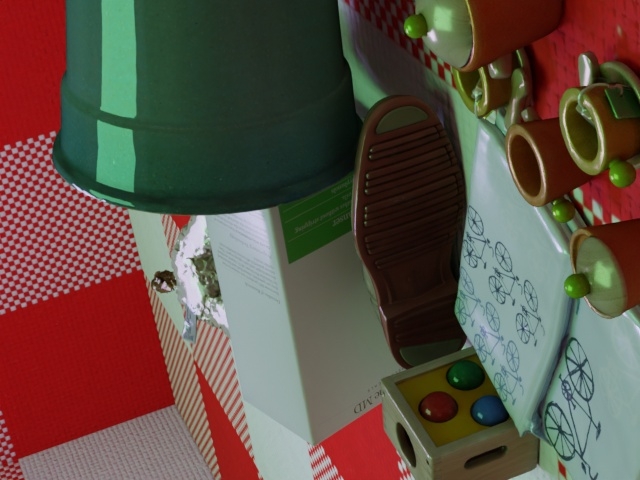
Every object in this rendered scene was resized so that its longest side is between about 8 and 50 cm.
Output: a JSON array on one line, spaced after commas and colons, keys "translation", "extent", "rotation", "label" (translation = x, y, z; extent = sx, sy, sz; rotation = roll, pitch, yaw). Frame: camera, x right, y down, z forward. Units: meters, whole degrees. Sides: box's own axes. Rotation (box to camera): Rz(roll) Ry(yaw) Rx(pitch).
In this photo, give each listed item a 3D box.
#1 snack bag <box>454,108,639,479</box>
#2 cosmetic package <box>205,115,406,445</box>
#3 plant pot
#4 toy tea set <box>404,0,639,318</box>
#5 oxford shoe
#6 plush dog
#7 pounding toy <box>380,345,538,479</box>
[{"translation": [0.220, 0.098, 1.317], "extent": [0.323, 0.037, 0.342], "rotation": [92, 155, -53], "label": "snack bag"}, {"translation": [-0.009, 0.039, 1.719], "extent": [0.155, 0.197, 0.365], "rotation": [26, 137, 45], "label": "cosmetic package"}, {"translation": [-0.123, -0.250, 1.449], "extent": [0.341, 0.341, 0.334], "rotation": [-130, 33, -55], "label": "plant pot"}, {"translation": [0.161, -0.088, 1.126], "extent": [0.200, 0.124, 0.336], "rotation": [91, 157, -51], "label": "toy tea set"}, {"translation": [0.080, -0.020, 1.526], "extent": [0.130, 0.123, 0.348], "rotation": [-118, 17, -51], "label": "oxford shoe"}, {"translation": [-0.109, 0.026, 2.083], "extent": [0.211, 0.225, 0.262], "rotation": [-14, 95, 47], "label": "plush dog"}, {"translation": [0.139, 0.223, 1.475], "extent": [0.206, 0.181, 0.094], "rotation": [-124, 21, -46], "label": "pounding toy"}]
